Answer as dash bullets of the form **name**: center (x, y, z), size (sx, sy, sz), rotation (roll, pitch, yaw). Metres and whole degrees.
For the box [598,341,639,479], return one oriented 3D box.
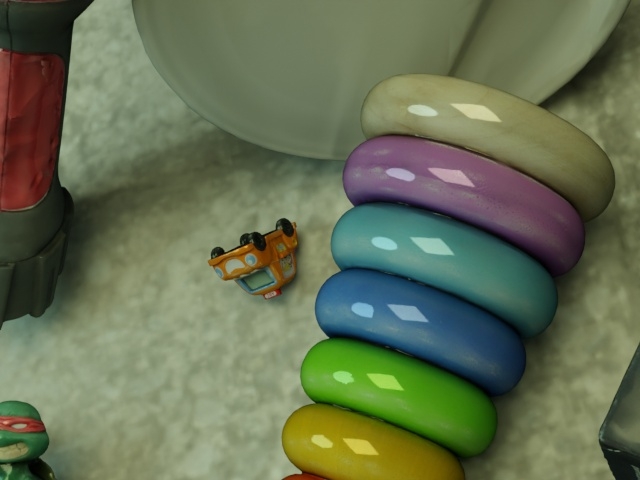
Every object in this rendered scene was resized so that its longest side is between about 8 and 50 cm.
- **box**: center (0.342, 0.020, 0.700), size (0.312, 0.179, 0.343), rotation (21, 75, 24)

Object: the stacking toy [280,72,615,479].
- **stacking toy**: center (0.033, 0.087, 0.811), size (0.141, 0.141, 0.330), rotation (18, 79, 25)

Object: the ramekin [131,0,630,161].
- **ramekin**: center (0.030, -0.177, 0.855), size (0.273, 0.273, 0.127), rotation (-19, 49, 10)

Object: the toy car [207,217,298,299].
- **toy car**: center (0.000, 0.000, 0.897), size (0.122, 0.060, 0.040), rotation (-22, 93, 16)

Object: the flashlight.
- **flashlight**: center (-0.165, -0.077, 0.846), size (0.103, 0.304, 0.103), rotation (-24, 54, -36)

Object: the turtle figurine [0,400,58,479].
- **turtle figurine**: center (-0.187, 0.171, 0.847), size (0.175, 0.118, 0.234), rotation (2, 82, 35)
